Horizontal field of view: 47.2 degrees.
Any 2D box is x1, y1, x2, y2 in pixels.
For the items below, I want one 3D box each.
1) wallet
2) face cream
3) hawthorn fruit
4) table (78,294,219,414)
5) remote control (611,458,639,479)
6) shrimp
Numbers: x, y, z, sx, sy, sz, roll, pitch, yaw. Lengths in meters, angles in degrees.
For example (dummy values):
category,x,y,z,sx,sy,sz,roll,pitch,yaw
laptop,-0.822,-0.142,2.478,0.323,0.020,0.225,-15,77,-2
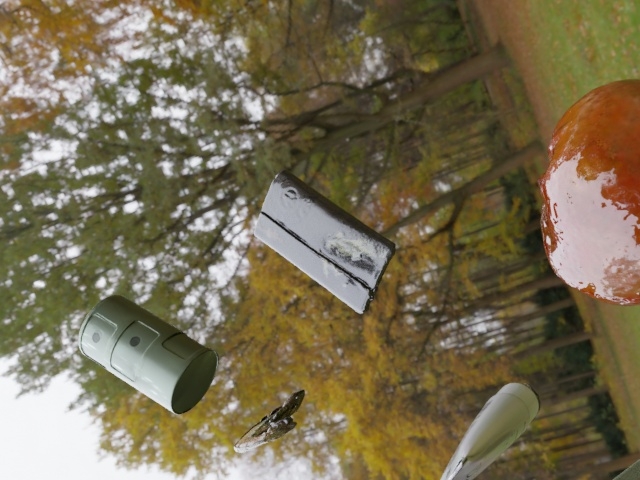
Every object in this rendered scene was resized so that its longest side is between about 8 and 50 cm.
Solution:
category,x,y,z,sx,sy,sz,roll,pitch,yaw
wallet,0.000,0.000,1.517,0.321,0.170,0.044,36,-157,27
face cream,0.201,0.241,0.891,0.058,0.092,0.244,37,-148,22
hawthorn fruit,0.338,-0.039,0.690,0.224,0.261,0.224,-16,-68,-47
table,-0.303,0.198,1.291,0.126,0.220,0.126,-48,-26,-34
remote control,0.357,0.383,0.999,0.038,0.285,0.123,52,166,37
shrimp,-0.071,0.331,1.361,0.195,0.148,0.035,-34,-92,-36
